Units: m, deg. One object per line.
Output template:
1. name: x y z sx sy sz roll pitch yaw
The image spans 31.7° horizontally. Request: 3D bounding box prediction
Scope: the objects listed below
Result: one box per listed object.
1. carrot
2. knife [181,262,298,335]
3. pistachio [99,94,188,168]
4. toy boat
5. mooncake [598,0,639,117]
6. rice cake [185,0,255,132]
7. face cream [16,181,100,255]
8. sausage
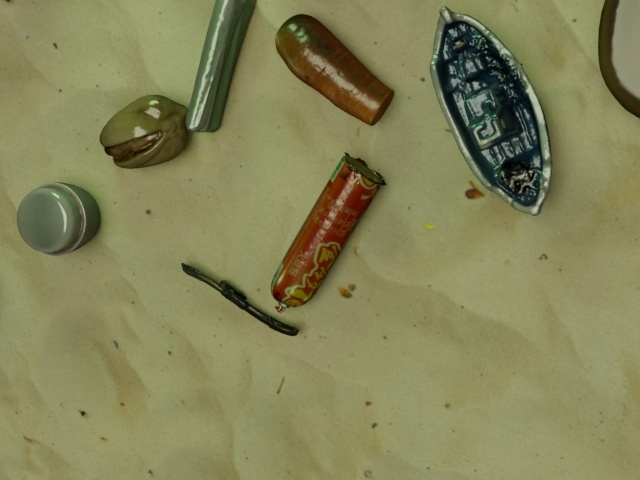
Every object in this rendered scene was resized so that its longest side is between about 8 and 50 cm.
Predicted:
1. carrot: 0.017 -0.245 1.628 0.193 0.087 0.087 45 108 11
2. knife: -0.124 0.093 1.745 0.222 0.045 0.021 30 67 18
3. pistachio: -0.272 -0.167 1.732 0.149 0.113 0.113 -12 92 26
4. toy boat: 0.232 -0.176 1.529 0.129 0.142 0.309 -24 88 22
5. mooncake: 0.464 -0.274 1.448 0.235 0.117 0.235 1 94 20
6. rice cake: -0.153 -0.270 1.688 0.042 0.080 0.222 21 102 19
7. face cream: -0.416 -0.036 1.793 0.117 0.104 0.117 2 98 19
8. sausage: 0.000 0.000 1.668 0.083 0.083 0.264 35 108 13
